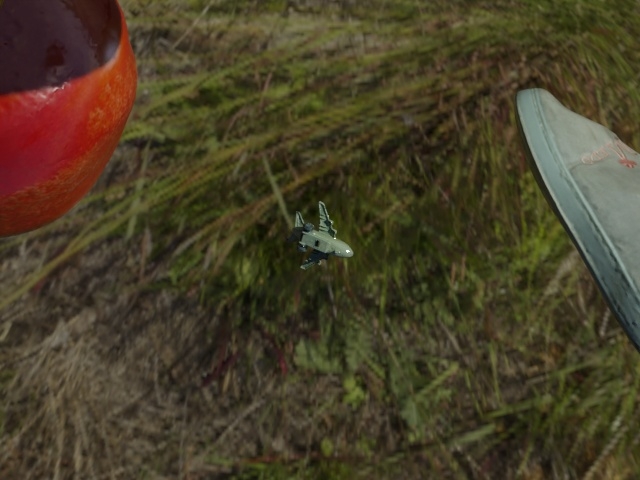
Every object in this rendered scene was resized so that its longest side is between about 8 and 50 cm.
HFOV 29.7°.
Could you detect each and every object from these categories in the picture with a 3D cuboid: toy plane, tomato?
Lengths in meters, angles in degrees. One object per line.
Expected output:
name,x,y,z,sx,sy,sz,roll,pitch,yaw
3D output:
toy plane,-0.001,0.000,1.326,0.083,0.033,0.080,25,108,27
tomato,-0.350,-0.164,1.182,0.325,0.290,0.293,36,153,-4

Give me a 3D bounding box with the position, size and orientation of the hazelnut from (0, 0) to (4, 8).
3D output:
hazelnut,-0.240,-0.126,0.513,0.217,0.217,0.251,11,136,-4

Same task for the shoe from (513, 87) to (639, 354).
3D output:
shoe,0.237,-0.025,0.948,0.100,0.103,0.251,-28,74,12
